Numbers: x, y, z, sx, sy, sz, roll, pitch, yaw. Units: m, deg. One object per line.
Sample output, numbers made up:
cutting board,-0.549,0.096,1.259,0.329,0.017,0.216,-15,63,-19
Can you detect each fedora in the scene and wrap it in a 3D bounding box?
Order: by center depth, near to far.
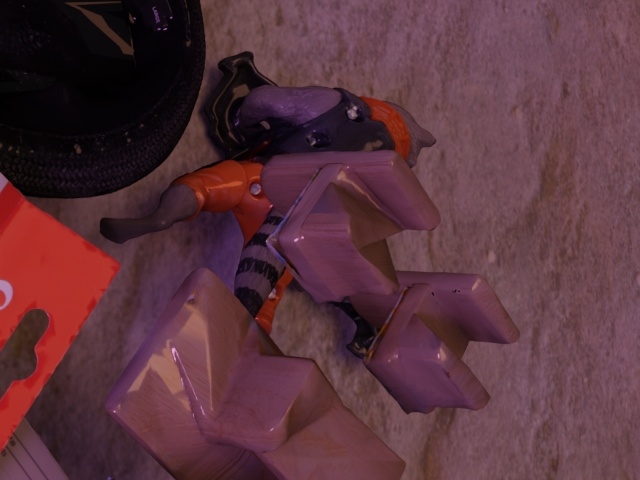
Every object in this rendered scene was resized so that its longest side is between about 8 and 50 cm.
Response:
fedora,-0.252,-0.165,1.010,0.334,0.152,0.334,14,68,-38

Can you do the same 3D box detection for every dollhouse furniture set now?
dollhouse furniture set,-0.031,0.192,1.015,0.394,0.256,0.362,52,56,-33

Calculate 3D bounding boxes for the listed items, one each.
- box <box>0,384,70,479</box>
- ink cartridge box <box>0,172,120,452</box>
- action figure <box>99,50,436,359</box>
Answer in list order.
box,-0.303,0.229,0.861,0.148,0.121,0.311,59,44,-16
ink cartridge box,-0.261,0.020,0.833,0.232,0.066,0.189,34,72,-9
action figure,0.000,0.000,1.227,0.330,0.178,0.341,-47,110,-33
